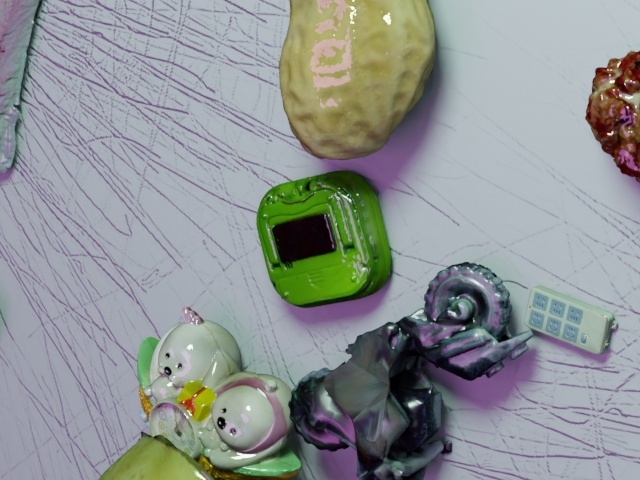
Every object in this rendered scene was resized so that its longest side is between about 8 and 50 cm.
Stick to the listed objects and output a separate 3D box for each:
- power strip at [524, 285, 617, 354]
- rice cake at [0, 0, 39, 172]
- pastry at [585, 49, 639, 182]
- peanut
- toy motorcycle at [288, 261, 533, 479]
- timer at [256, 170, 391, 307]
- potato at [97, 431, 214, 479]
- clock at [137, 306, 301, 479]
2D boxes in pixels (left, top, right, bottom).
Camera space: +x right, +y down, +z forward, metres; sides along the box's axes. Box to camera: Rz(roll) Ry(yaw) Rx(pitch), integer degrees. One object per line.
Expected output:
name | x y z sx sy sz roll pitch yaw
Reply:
power strip | 0.227 0.072 1.638 0.090 0.016 0.040 22 113 30
rice cake | -0.344 -0.202 1.961 0.081 0.051 0.290 35 120 25
pastry | 0.306 -0.078 1.497 0.208 0.097 0.115 42 112 22
peanut | 0.035 -0.226 1.631 0.149 0.149 0.313 8 102 34
toy motorcycle | 0.092 0.143 1.701 0.270 0.106 0.159 -38 81 29
timer | 0.000 0.000 1.765 0.140 0.047 0.128 -12 94 37
potato | -0.169 0.358 1.812 0.330 0.213 0.280 40 157 20
clock | -0.105 0.167 1.850 0.231 0.103 0.144 39 130 23
